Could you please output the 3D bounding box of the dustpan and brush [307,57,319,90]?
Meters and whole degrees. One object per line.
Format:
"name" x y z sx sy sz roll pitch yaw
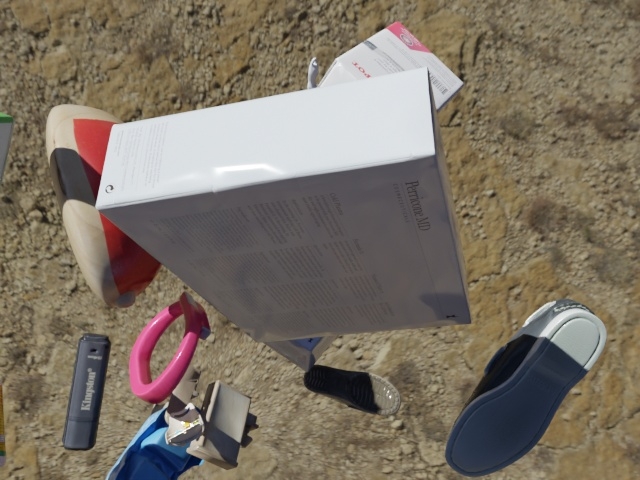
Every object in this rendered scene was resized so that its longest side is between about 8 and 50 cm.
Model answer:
"dustpan and brush" -0.016 -0.318 1.418 0.060 0.211 0.147 39 56 11

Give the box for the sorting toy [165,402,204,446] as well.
"sorting toy" -0.282 0.379 1.305 0.083 0.045 0.075 -29 48 -3

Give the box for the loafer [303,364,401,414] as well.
"loafer" 0.089 0.399 1.686 0.269 0.092 0.101 16 75 17

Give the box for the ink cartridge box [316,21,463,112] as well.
"ink cartridge box" 0.119 -0.254 1.073 0.172 0.100 0.237 44 45 1

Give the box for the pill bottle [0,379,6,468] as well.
"pill bottle" -0.624 0.304 1.105 0.118 0.117 0.208 -10 69 -13

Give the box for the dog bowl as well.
"dog bowl" -0.372 0.506 1.419 0.166 0.074 0.297 53 45 -22

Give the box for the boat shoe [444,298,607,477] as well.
"boat shoe" 0.292 0.215 0.917 0.114 0.091 0.302 41 101 -6

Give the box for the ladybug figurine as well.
"ladybug figurine" -0.423 -0.079 1.265 0.162 0.305 0.449 -17 75 -10

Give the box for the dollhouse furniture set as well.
"dollhouse furniture set" -0.347 0.477 1.541 0.303 0.356 0.173 37 43 -27

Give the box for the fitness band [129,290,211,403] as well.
"fitness band" -0.328 0.227 1.352 0.054 0.291 0.209 39 94 -26

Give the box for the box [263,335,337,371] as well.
"box" -0.052 0.217 1.674 0.181 0.119 0.182 31 53 18

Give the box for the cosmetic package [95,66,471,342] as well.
"cosmetic package" 0.000 0.000 0.659 0.285 0.377 0.097 -5 62 15

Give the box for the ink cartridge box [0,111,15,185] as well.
"ink cartridge box" -0.544 -0.131 0.703 0.289 0.211 0.121 22 106 8

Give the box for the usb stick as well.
"usb stick" -0.554 0.360 1.485 0.077 0.045 0.277 9 90 -13
